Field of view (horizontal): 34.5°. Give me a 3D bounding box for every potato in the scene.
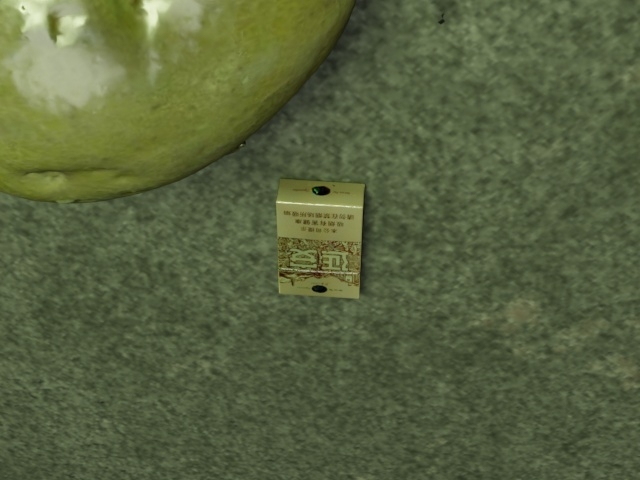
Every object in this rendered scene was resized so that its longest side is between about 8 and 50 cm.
[{"bbox_3d":[-0.092,-0.109,0.454,0.235,0.160,0.178,-13,153,6],"label":"potato"}]

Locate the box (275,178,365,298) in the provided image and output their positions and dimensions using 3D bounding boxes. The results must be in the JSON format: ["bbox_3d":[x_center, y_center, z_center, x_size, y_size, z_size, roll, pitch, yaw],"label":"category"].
[{"bbox_3d":[0.000,0.000,0.638,0.053,0.024,0.083,3,134,4],"label":"box"}]
